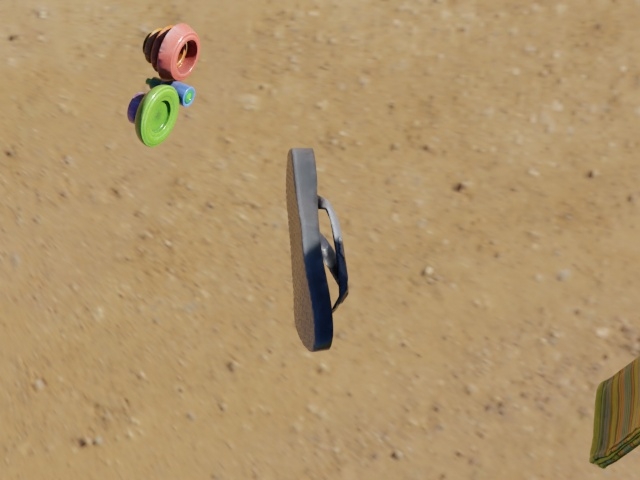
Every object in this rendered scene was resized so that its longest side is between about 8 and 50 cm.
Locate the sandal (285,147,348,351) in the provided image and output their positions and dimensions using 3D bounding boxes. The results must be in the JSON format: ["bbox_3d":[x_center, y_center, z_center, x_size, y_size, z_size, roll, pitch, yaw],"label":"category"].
[{"bbox_3d":[0.000,-0.001,1.536,0.054,0.254,0.097,1,138,-7],"label":"sandal"}]

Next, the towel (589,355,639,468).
[{"bbox_3d":[0.337,0.140,1.525,0.021,0.237,0.102,18,55,-14],"label":"towel"}]

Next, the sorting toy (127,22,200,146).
[{"bbox_3d":[-0.131,-0.126,1.217,0.042,0.061,0.102,22,87,23],"label":"sorting toy"}]
